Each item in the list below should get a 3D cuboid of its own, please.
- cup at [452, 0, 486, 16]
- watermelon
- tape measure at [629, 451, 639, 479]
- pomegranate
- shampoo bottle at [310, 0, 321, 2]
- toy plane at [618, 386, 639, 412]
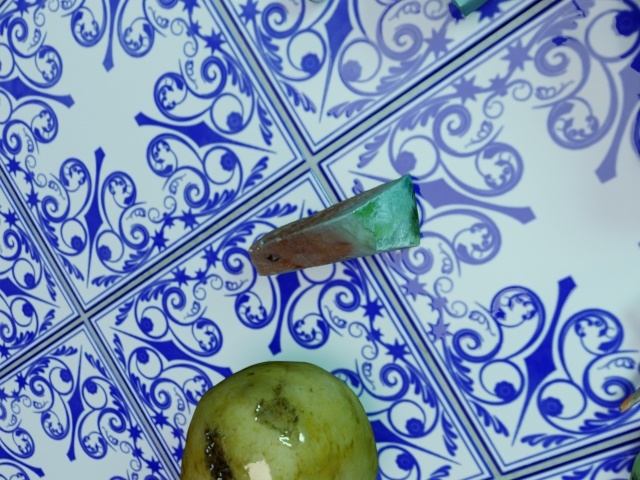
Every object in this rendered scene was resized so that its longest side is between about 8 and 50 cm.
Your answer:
[{"bbox_3d":[0.207,-0.348,0.526,0.134,0.148,0.235,39,114,-20],"label":"cup"},{"bbox_3d":[0.000,0.000,0.677,0.241,0.154,0.095,-15,95,35],"label":"watermelon"},{"bbox_3d":[0.460,0.246,0.559,0.199,0.106,0.175,10,107,16],"label":"tape measure"},{"bbox_3d":[-0.052,0.285,0.688,0.260,0.260,0.261,4,101,19],"label":"pomegranate"},{"bbox_3d":[0.003,-0.342,0.646,0.099,0.043,0.072,-34,87,23],"label":"shampoo bottle"},{"bbox_3d":[0.403,0.126,0.589,0.135,0.062,0.188,37,124,10],"label":"toy plane"}]
